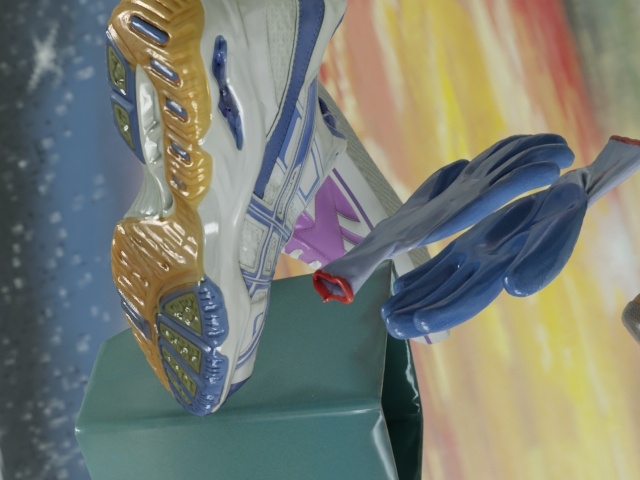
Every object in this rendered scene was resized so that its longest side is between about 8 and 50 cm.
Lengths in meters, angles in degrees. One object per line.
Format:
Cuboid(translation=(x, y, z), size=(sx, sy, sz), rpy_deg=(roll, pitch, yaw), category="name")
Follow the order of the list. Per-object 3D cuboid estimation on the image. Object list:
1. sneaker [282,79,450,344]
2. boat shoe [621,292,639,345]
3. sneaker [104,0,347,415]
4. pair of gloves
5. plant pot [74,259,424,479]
Cuboid(translation=(0.000, 0.000, 1.459), size=(0.282, 0.161, 0.102), rpy_deg=(57, -166, -7), category="sneaker")
Cuboid(translation=(0.374, 0.096, 1.254), size=(0.324, 0.116, 0.123), rpy_deg=(25, -165, -33), category="boat shoe")
Cuboid(translation=(-0.039, -0.022, 0.868), size=(0.112, 0.131, 0.296), rpy_deg=(43, 144, 31), category="sneaker")
Cuboid(translation=(0.082, -0.006, 0.782), size=(0.023, 0.159, 0.198), rpy_deg=(58, 169, -17), category="pair of gloves")
Cuboid(translation=(-0.051, 0.137, 1.160), size=(0.166, 0.234, 0.165), rpy_deg=(-83, -17, -54), category="plant pot")
